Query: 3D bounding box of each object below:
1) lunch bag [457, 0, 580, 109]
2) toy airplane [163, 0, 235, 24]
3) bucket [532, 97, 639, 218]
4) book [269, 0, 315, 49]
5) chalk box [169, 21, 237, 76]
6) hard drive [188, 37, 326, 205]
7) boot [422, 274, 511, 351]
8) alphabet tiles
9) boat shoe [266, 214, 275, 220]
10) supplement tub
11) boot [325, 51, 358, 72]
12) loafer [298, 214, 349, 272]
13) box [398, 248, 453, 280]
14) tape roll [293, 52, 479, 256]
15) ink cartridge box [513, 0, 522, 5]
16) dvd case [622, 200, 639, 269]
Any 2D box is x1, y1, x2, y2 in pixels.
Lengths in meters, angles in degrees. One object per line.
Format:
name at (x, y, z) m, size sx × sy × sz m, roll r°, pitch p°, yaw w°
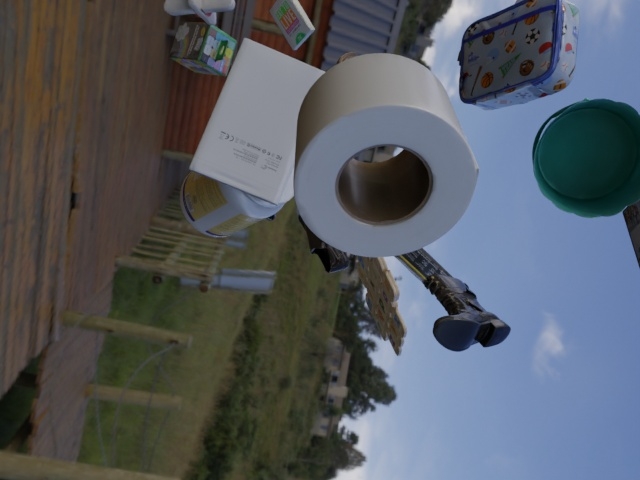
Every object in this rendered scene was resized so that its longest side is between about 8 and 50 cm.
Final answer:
lunch bag at (0.468, -0.458, 1.364) m, size 0.303 × 0.115 × 0.243 m, roll 0°, pitch -96°, yaw 55°
toy airplane at (-0.307, -0.771, 1.479) m, size 0.384 × 0.386 × 0.272 m, roll -46°, pitch -173°, yaw 22°
bucket at (0.653, -0.202, 1.360) m, size 0.183 × 0.281 × 0.281 m, roll -32°, pitch 137°, yaw -68°
book at (-0.088, -0.672, 1.709) m, size 0.096 × 0.144 × 0.035 m, roll -34°, pitch 177°, yaw 43°
chalk box at (-0.378, -0.641, 1.881) m, size 0.132 × 0.213 × 0.132 m, roll 18°, pitch 92°, yaw -54°
hard drive at (-0.148, -0.292, 1.387) m, size 0.047 × 0.233 × 0.353 m, roll 161°, pitch -50°, yaw -84°
boot at (0.325, 0.166, 1.396) m, size 0.229 × 0.263 × 0.091 m, roll 52°, pitch -57°, yaw 46°
alphabet tiles at (0.155, 0.142, 1.422) m, size 0.284 × 0.021 × 0.278 m, roll 88°, pitch -18°, yaw -56°
boat shoe at (-0.203, -0.145, 2.016) m, size 0.183 × 0.065 × 0.083 m, roll 57°, pitch 18°, yaw -59°
supplement tub at (-0.247, -0.159, 1.693) m, size 0.331 × 0.241 × 0.241 m, roll -21°, pitch -129°, yaw 45°
boot at (0.054, -0.474, 1.589) m, size 0.197 × 0.152 × 0.072 m, roll -22°, pitch 102°, yaw -56°
loafer at (0.000, 0.000, 1.630) m, size 0.078 × 0.220 × 0.080 m, roll -33°, pitch 177°, yaw -38°
box at (0.311, 0.059, 1.871) m, size 0.079 × 0.322 × 0.257 m, roll -47°, pitch -170°, yaw 3°
tape roll at (0.084, -0.120, 0.804) m, size 0.169 × 0.246 × 0.246 m, roll -91°, pitch -167°, yaw -51°
ink cartridge box at (0.807, -0.901, 2.100) m, size 0.283 × 0.117 × 0.207 m, roll -54°, pitch 170°, yaw -35°
dvd case at (0.892, -0.010, 1.501) m, size 0.180 × 0.022 × 0.253 m, roll 85°, pitch 2°, yaw -65°
